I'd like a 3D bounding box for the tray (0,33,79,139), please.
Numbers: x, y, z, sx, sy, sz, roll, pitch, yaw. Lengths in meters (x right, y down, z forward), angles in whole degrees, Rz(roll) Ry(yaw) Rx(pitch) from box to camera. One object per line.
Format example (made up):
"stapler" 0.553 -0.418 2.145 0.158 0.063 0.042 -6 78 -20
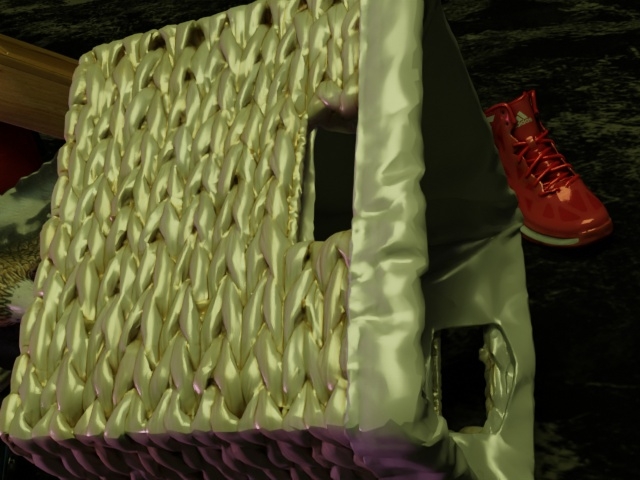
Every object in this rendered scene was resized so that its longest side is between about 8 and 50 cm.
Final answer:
"tray" -0.230 -0.153 1.230 0.410 0.076 0.203 14 12 -35

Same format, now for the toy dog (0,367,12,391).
"toy dog" -0.501 0.084 1.121 0.220 0.161 0.333 -31 34 -25

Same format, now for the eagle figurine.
"eagle figurine" -0.267 0.039 0.944 0.298 0.226 0.225 -13 53 -38

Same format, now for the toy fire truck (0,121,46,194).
"toy fire truck" -0.354 -0.013 1.131 0.158 0.217 0.246 -23 22 -14

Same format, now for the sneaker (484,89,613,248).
"sneaker" 0.230 -0.084 1.092 0.087 0.128 0.221 -24 31 -15

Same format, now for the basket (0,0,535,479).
"basket" -0.007 0.046 0.706 0.266 0.331 0.328 -8 57 18

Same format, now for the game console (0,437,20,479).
"game console" -0.315 0.205 0.929 0.071 0.107 0.122 8 26 -17
